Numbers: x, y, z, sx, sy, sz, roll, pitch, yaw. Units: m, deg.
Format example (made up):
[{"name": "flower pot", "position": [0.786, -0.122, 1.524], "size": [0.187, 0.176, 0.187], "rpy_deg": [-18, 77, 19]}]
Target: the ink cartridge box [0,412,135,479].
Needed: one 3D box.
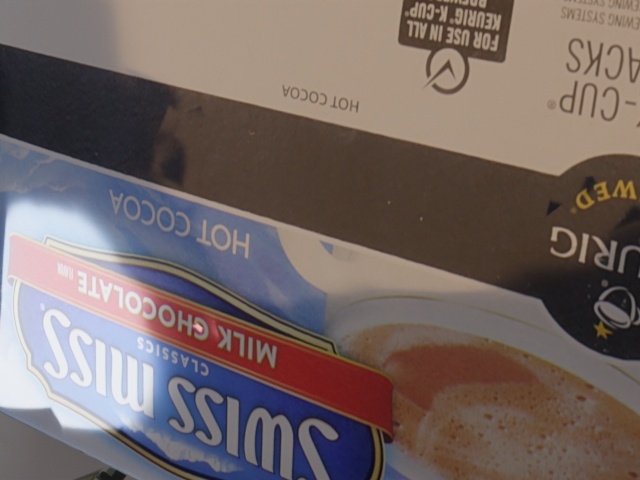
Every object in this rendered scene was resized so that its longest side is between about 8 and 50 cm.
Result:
[{"name": "ink cartridge box", "position": [-0.085, 0.139, 0.838], "size": [0.121, 0.289, 0.211], "rpy_deg": [-46, 14, 21]}]

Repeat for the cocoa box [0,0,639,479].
[{"name": "cocoa box", "position": [0.059, -0.011, 0.490], "size": [0.347, 0.231, 0.228], "rpy_deg": [17, 111, 35]}]
